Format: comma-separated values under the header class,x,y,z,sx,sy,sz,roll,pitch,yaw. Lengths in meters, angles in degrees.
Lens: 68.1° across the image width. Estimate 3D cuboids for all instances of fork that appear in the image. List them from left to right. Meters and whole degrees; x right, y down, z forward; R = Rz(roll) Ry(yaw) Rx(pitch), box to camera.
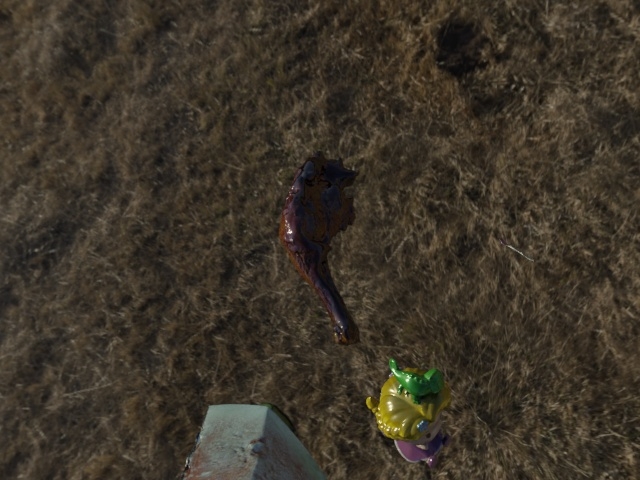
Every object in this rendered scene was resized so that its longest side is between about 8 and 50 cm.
class,x,y,z,sx,sy,sz,roll,pitch,yaw
fork,0.501,0.022,1.220,0.016,0.012,0.115,-18,44,-31

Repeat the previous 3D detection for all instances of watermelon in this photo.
class,x,y,z,sx,sy,sz,roll,pitch,yaw
watermelon,-0.093,0.371,0.569,0.289,0.214,0.320,7,66,32

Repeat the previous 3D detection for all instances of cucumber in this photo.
class,x,y,z,sx,sy,sz,roll,pitch,yaw
cucumber,-0.151,0.507,1.291,0.085,0.193,0.115,3,53,47

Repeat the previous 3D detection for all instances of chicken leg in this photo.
class,x,y,z,sx,sy,sz,roll,pitch,yaw
chicken leg,0.000,0.000,0.880,0.157,0.096,0.408,8,57,-20

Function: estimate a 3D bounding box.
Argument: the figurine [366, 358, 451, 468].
class,x,y,z,sx,sy,sz,roll,pitch,yaw
figurine,0.101,0.198,0.584,0.114,0.156,0.095,18,52,31
